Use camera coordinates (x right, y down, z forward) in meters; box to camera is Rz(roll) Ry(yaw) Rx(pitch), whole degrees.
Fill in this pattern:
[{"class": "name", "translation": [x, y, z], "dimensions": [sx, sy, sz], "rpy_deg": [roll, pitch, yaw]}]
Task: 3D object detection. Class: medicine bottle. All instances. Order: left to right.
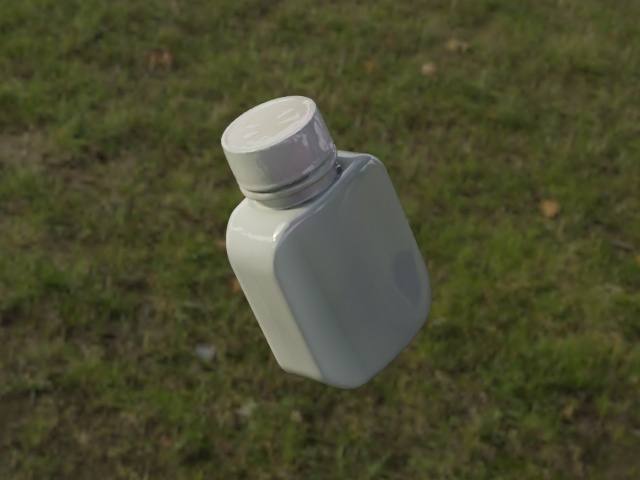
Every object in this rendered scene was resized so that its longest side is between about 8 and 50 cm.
[{"class": "medicine bottle", "translation": [0.000, 0.000, 0.918], "dimensions": [0.069, 0.183, 0.119], "rpy_deg": [13, 46, 45]}]
